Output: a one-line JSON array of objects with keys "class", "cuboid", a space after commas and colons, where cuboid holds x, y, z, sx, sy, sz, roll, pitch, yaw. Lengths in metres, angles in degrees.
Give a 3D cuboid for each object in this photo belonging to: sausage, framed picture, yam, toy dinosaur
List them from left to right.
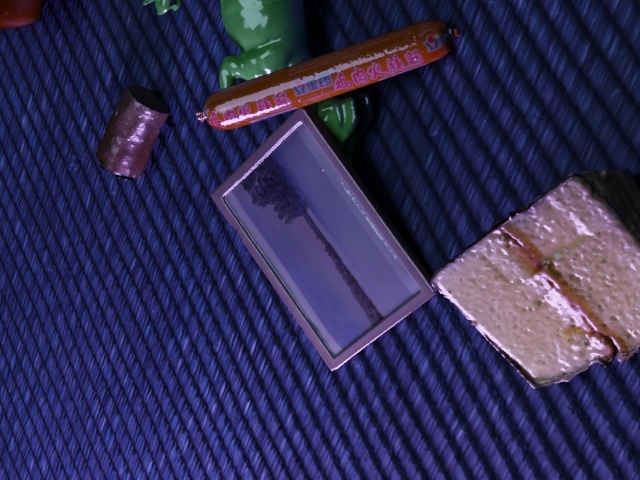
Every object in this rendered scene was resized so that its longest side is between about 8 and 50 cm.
[{"class": "yam", "cuboid": [-0.274, -0.159, 1.991, 0.084, 0.084, 0.127, 47, 119, 31]}, {"class": "toy dinosaur", "cuboid": [-0.048, -0.374, 1.717, 0.374, 0.144, 0.500, 31, 119, 32]}, {"class": "framed picture", "cuboid": [0.000, 0.000, 1.734, 0.213, 0.016, 0.289, -40, 81, 38]}, {"class": "sausage", "cuboid": [0.004, -0.199, 1.656, 0.348, 0.053, 0.053, -16, 81, 18]}]

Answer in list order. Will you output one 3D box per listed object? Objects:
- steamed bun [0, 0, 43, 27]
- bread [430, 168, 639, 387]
[{"class": "steamed bun", "cuboid": [-0.575, -0.456, 2.130, 0.379, 0.248, 0.235, 14, 104, 33]}, {"class": "bread", "cuboid": [0.261, 0.055, 1.457, 0.240, 0.135, 0.178, -38, 68, 36]}]
